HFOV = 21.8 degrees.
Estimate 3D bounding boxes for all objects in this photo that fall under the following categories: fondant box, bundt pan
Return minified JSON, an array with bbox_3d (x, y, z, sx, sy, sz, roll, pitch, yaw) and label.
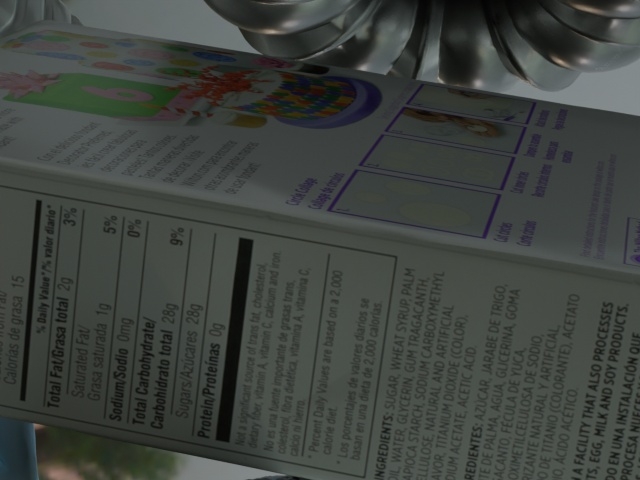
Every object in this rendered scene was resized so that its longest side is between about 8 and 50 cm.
[{"bbox_3d":[0.000,0.000,0.641,0.238,0.330,0.096,-54,154,-71],"label":"fondant box"},{"bbox_3d":[0.070,-0.170,0.886,0.331,0.330,0.124,111,-17,-73],"label":"bundt pan"}]

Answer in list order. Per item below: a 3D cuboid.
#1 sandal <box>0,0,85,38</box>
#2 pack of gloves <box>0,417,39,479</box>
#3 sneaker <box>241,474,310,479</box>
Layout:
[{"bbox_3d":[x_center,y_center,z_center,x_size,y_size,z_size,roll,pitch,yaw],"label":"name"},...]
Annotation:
[{"bbox_3d":[-0.245,-0.107,0.956,0.416,0.102,0.169,43,47,-30],"label":"sandal"},{"bbox_3d":[-0.309,0.193,1.283,0.046,0.195,0.232,37,36,-61],"label":"pack of gloves"},{"bbox_3d":[0.012,0.134,0.665,0.139,0.340,0.125,-2,-100,39],"label":"sneaker"}]
